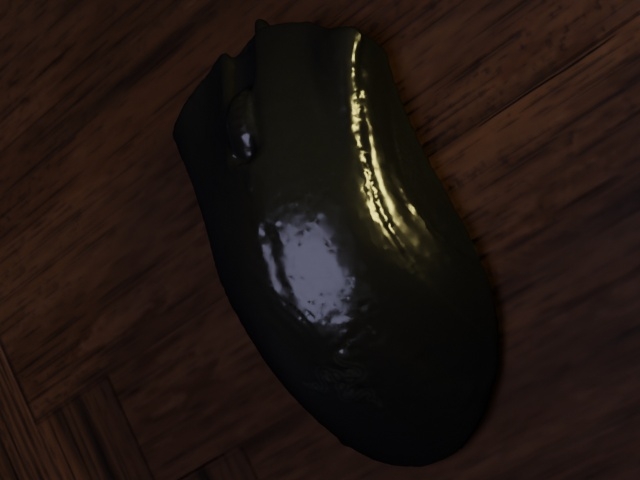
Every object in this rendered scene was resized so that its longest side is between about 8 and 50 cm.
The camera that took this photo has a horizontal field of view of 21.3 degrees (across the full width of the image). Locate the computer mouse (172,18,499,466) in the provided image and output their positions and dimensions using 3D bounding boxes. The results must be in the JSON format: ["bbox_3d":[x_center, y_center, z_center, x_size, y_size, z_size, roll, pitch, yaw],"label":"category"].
[{"bbox_3d":[0.000,0.000,0.919,0.147,0.088,0.264,-31,76,36],"label":"computer mouse"}]
